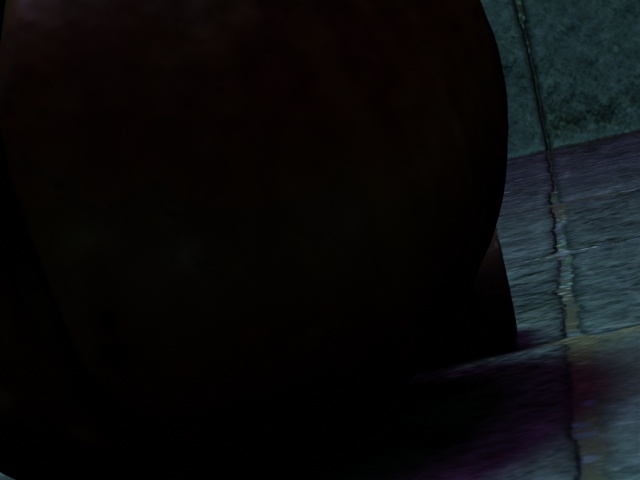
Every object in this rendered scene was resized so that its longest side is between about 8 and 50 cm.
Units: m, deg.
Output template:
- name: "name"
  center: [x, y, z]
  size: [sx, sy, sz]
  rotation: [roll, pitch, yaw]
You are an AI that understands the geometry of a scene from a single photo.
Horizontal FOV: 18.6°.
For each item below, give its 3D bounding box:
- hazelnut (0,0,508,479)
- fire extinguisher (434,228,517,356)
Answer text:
- name: "hazelnut"
  center: [-0.094, -0.057, 1.111]
  size: [0.402, 0.402, 0.429]
  rotation: [-9, 25, 38]
- name: "fire extinguisher"
  center: [-0.043, 0.046, 1.344]
  size: [0.341, 0.105, 0.141]
  rotation: [-12, 32, 3]
